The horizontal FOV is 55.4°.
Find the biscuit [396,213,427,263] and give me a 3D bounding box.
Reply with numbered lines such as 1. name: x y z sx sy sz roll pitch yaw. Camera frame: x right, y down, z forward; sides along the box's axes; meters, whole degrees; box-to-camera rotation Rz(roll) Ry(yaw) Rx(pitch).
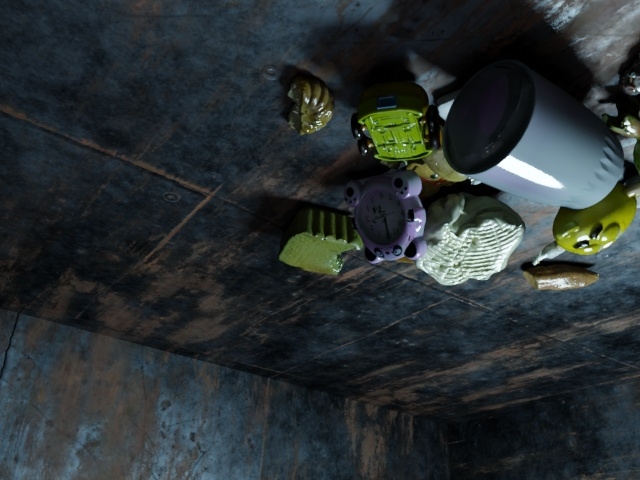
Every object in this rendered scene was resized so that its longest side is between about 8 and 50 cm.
1. biscuit: 0.299 -0.008 1.979 0.273 0.049 0.257 19 144 -27

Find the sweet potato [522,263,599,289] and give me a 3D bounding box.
1. sweet potato: 0.836 0.131 2.121 0.252 0.097 0.097 1 150 7

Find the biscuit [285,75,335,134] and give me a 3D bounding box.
1. biscuit: -0.024 -0.318 1.470 0.118 0.061 0.183 4 149 -3

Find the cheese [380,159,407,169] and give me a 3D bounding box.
1. cheese: 0.207 -0.221 1.628 0.060 0.041 0.084 25 165 -21

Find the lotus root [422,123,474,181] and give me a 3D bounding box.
1. lotus root: 0.339 -0.212 1.545 0.221 0.118 0.125 34 168 -18

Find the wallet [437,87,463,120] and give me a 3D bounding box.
1. wallet: 0.366 -0.331 1.431 0.190 0.033 0.095 -17 142 31

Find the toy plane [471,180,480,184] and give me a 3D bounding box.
1. toy plane: 0.486 -0.210 1.603 0.226 0.058 0.226 12 155 -38

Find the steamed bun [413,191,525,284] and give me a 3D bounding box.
1. steamed bun: 0.415 -0.016 1.786 0.320 0.206 0.275 4 119 -5

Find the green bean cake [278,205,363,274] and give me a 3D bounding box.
1. green bean cake: 0.000 0.000 1.950 0.233 0.124 0.236 14 148 -16

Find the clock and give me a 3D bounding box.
1. clock: 0.188 -0.064 1.694 0.228 0.247 0.090 -8 -174 40

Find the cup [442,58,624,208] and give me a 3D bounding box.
1. cup: 0.475 -0.215 1.347 0.372 0.253 0.253 18 147 -29

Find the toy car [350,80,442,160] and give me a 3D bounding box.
1. toy car: 0.179 -0.288 1.417 0.200 0.142 0.248 -2 159 13

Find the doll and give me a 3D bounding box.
1. doll: 0.725 -0.063 1.608 0.423 0.161 0.348 -32 164 -15

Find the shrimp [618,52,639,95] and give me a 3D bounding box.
1. shrimp: 0.709 -0.376 1.286 0.075 0.073 0.190 -34 171 -22

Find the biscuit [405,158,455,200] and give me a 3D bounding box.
1. biscuit: 0.297 -0.175 1.706 0.166 0.036 0.225 18 147 -25

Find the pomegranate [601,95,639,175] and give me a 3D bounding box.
1. pomegranate: 0.821 -0.242 1.395 0.231 0.231 0.286 -27 110 41
